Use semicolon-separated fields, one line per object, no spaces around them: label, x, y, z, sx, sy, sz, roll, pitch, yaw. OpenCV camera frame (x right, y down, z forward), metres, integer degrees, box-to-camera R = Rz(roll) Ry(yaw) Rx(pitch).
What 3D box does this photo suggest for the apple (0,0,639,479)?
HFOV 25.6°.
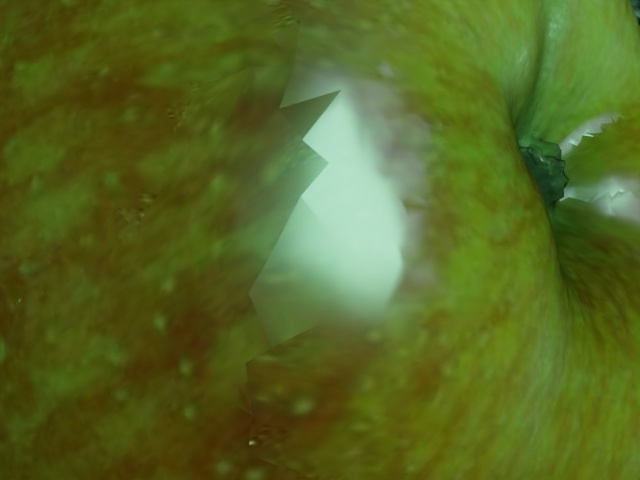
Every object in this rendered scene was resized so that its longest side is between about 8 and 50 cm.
apple;0.000;0.000;0.461;0.309;0.250;0.277;49;27;5
